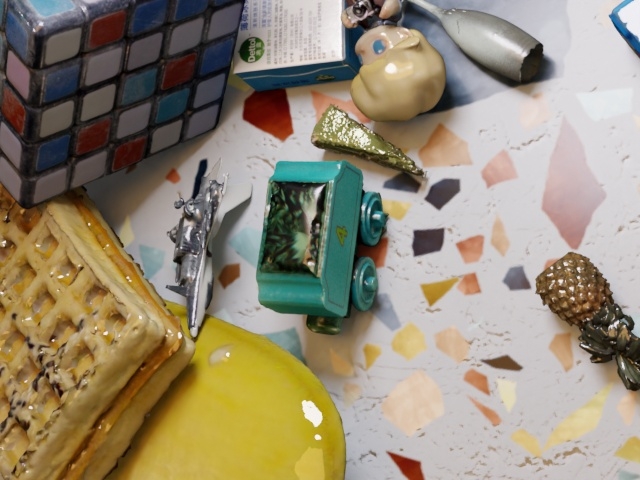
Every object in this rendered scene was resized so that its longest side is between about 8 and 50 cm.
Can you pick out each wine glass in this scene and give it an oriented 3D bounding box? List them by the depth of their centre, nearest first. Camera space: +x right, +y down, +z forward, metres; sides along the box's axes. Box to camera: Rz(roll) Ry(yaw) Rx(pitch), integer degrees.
[{"bbox_3d":[0.162,-0.245,1.957,0.198,0.066,0.066,32,90,25],"label":"wine glass"}]

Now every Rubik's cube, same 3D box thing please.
[{"bbox_3d":[-0.284,-0.262,1.956,0.293,0.287,0.292,-28,61,-33],"label":"Rubik's cube"}]

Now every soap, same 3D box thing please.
[{"bbox_3d":[-0.135,0.237,1.910,0.427,0.115,0.306,27,91,42],"label":"soap"}]

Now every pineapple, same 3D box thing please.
[{"bbox_3d":[0.296,0.087,1.818,0.074,0.074,0.159,-40,69,8],"label":"pineapple"}]

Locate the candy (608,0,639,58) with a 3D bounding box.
[{"bbox_3d":[0.474,-0.266,1.819,0.306,0.100,0.157,-38,67,8],"label":"candy"}]

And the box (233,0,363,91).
[{"bbox_3d":[-0.026,-0.282,2.032,0.139,0.073,0.194,-5,75,20],"label":"box"}]

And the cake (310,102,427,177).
[{"bbox_3d":[0.061,-0.112,1.968,0.140,0.051,0.055,19,82,22],"label":"cake"}]

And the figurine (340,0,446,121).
[{"bbox_3d":[0.070,-0.229,1.934,0.114,0.108,0.196,-18,96,34],"label":"figurine"}]

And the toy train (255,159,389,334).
[{"bbox_3d":[0.000,0.000,1.909,0.107,0.154,0.198,2,78,25],"label":"toy train"}]

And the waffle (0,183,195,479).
[{"bbox_3d":[-0.308,0.095,1.957,0.261,0.114,0.376,-52,44,8],"label":"waffle"}]

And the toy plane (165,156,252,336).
[{"bbox_3d":[-0.143,0.003,1.961,0.082,0.160,0.234,25,51,-9],"label":"toy plane"}]
